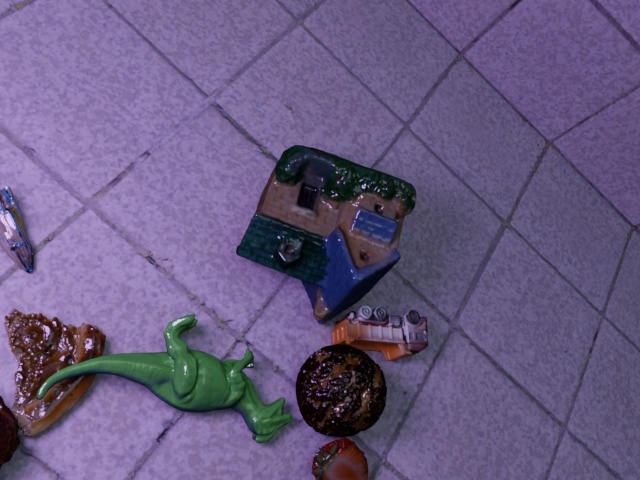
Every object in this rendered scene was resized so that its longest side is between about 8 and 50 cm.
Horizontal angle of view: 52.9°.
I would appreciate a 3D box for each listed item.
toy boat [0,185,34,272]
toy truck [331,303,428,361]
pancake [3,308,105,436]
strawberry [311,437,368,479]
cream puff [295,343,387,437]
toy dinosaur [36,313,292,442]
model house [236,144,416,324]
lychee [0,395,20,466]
[{"bbox_3d":[-0.699,-0.020,1.442,0.084,0.066,0.210,-26,93,-2],"label":"toy boat"},{"bbox_3d":[0.169,0.258,1.782,0.270,0.114,0.135,8,65,-25],"label":"toy truck"},{"bbox_3d":[-0.598,0.251,1.379,0.244,0.057,0.266,46,54,-5],"label":"pancake"},{"bbox_3d":[0.052,0.560,1.597,0.187,0.082,0.146,41,87,-32],"label":"strawberry"},{"bbox_3d":[0.058,0.379,1.620,0.239,0.165,0.239,3,83,-25],"label":"cream puff"},{"bbox_3d":[-0.334,0.374,1.462,0.500,0.144,0.374,-26,95,-32],"label":"toy dinosaur"},{"bbox_3d":[0.000,0.000,1.676,0.382,0.334,0.342,23,57,-8],"label":"model house"},{"bbox_3d":[-0.677,0.371,1.218,0.188,0.188,0.188,12,64,-25],"label":"lychee"}]
